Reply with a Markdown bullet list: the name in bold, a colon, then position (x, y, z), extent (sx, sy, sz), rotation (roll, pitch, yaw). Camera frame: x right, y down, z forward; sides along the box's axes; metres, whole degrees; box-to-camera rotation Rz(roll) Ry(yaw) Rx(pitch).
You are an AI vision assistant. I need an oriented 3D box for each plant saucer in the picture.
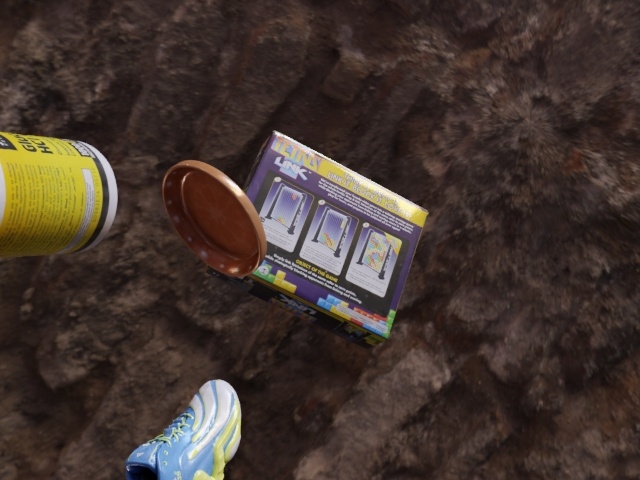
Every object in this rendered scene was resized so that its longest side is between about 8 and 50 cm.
- **plant saucer**: position (-0.066, -0.014, 0.495), extent (0.083, 0.013, 0.084), rotation (26, -42, 26)

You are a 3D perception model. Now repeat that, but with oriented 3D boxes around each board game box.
- **board game box**: position (0.000, 0.000, 0.719), extent (0.170, 0.048, 0.141), rotation (27, -118, -11)

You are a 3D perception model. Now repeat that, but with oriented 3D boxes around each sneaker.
- **sneaker**: position (-0.177, 0.270, 1.004), extent (0.091, 0.240, 0.126), rotation (-7, -40, 24)

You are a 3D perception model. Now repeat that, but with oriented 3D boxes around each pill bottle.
- **pill bottle**: position (-0.478, -0.067, 1.155), extent (0.187, 0.334, 0.188), rotation (1, -88, 27)
